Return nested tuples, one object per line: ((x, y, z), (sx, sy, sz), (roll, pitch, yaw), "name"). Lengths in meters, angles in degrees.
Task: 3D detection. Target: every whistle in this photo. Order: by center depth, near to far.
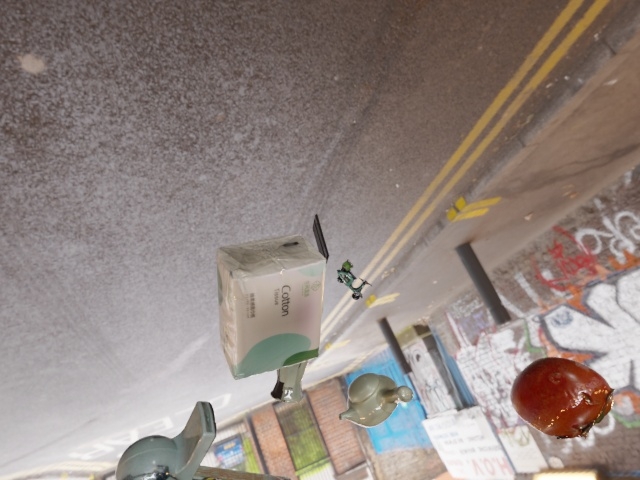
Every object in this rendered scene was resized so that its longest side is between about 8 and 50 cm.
((-0.353, 0.479, 1.024), (0.163, 0.163, 0.289), (4, 120, -52), "whistle")

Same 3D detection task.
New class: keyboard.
((0.000, 0.000, 1.499), (0.011, 0.202, 0.067), (1, 130, -15), "keyboard")

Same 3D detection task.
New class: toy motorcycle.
((0.140, 0.175, 2.033), (0.100, 0.173, 0.058), (-39, -178, 12), "toy motorcycle")

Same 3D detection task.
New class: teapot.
((0.220, 0.553, 1.698), (0.318, 0.149, 0.220), (-31, -163, 29), "teapot")

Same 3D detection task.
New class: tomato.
((0.779, 0.474, 1.535), (0.309, 0.309, 0.170), (-20, 123, -9), "tomato")

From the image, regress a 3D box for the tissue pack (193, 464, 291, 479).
((-0.247, 0.784, 1.337), (0.311, 0.227, 0.128), (11, 169, -8), "tissue pack")

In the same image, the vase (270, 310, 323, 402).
((-0.088, 0.354, 1.593), (0.165, 0.360, 0.165), (8, -178, 0), "vase")

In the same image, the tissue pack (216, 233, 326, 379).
((-0.141, 0.186, 1.311), (0.266, 0.194, 0.356), (-11, 123, -24), "tissue pack")
